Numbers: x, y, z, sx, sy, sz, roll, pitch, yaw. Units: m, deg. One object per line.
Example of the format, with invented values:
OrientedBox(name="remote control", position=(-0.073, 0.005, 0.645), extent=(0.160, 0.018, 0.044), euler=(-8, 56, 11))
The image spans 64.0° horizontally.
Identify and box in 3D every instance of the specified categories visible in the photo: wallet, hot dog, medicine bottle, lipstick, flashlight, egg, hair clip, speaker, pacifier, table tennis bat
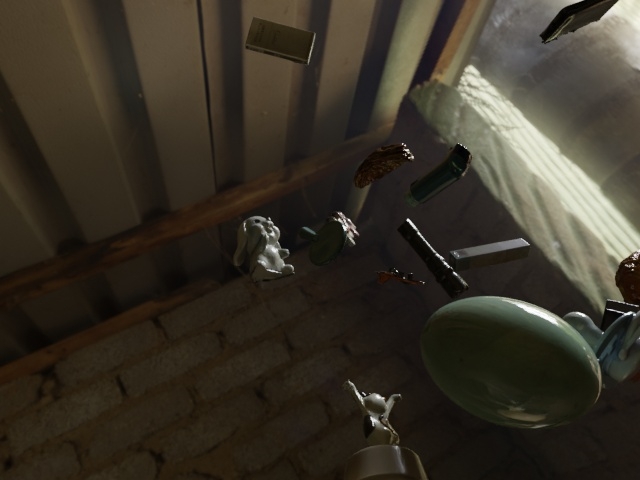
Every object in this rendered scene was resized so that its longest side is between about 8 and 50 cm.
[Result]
OrientedBox(name="wallet", position=(0.766, -0.661, 1.494), extent=(0.222, 0.036, 0.167), euler=(-25, -7, -5))
OrientedBox(name="hot dog", position=(0.238, -0.313, 2.067), extent=(0.259, 0.114, 0.175), euler=(-27, 12, 9))
OrientedBox(name="hot dog", position=(1.015, 0.115, 1.592), extent=(0.256, 0.153, 0.150), euler=(-45, 1, -42))
OrientedBox(name="medicine bottle", position=(0.383, -0.203, 1.694), extent=(0.258, 0.079, 0.124), euler=(-40, 19, 46))
OrientedBox(name="lipstick", position=(0.789, 0.067, 2.396), extent=(0.372, 0.079, 0.076), euler=(-10, -61, -10))
OrientedBox(name="flashlight", position=(0.502, 0.077, 2.321), extent=(0.103, 0.424, 0.103), euler=(-31, -21, -13))
OrientedBox(name="egg", position=(0.407, 0.266, 1.139), extent=(0.276, 0.389, 0.275), euler=(-20, -63, -46))
OrientedBox(name="hair clip", position=(0.085, -0.045, 1.960), extent=(0.075, 0.146, 0.257), euler=(-47, 1, 23))
OrientedBox(name="speaker", position=(0.821, 0.265, 1.433), extent=(0.044, 0.082, 0.218), euler=(-49, -41, -41))
OrientedBox(name="pacifier", position=(0.743, 0.256, 1.339), extent=(0.300, 0.233, 0.244), euler=(23, -84, -41))
OrientedBox(name="table tennis bat", position=(0.000, 0.000, 1.556), extent=(0.038, 0.237, 0.149), euler=(31, -94, -32))

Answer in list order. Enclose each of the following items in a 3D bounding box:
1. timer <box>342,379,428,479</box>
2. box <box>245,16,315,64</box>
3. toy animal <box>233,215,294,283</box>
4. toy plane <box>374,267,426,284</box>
OrientedBox(name="timer", position=(0.124, 0.420, 1.072), extent=(0.175, 0.266, 0.175), euler=(-1, -55, -1))
OrientedBox(name="box", position=(-0.122, -0.612, 1.573), extent=(0.199, 0.109, 0.029), euler=(13, -18, -5))
OrientedBox(name="toy animal", position=(-0.241, 0.046, 2.146), extent=(0.174, 0.289, 0.249), euler=(-27, -48, 33))
OrientedBox(name="toy plane", position=(0.289, 0.129, 1.861), extent=(0.189, 0.062, 0.135), euler=(1, -9, 15))
